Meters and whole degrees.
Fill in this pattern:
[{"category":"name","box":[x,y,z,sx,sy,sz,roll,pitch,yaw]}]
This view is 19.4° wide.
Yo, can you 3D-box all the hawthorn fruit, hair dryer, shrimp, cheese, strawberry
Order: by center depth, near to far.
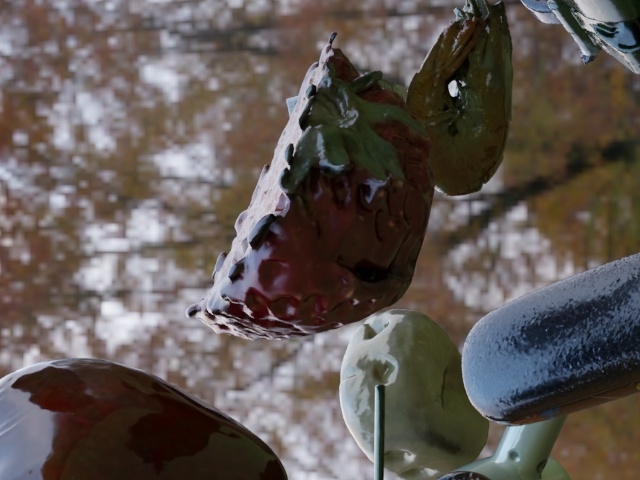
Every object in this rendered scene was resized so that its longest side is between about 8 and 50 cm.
[{"category":"strawberry","box":[0.001,0.003,1.549,0.253,0.150,0.280,-79,15,-64]},{"category":"hawthorn fruit","box":[-0.173,0.254,1.584,0.325,0.308,0.308,22,-110,-48]},{"category":"shrimp","box":[0.133,-0.149,1.758,0.115,0.051,0.217,15,-100,-36]},{"category":"hair dryer","box":[0.246,0.205,2.115,0.203,0.128,0.362,-4,-61,-63]},{"category":"cheese","box":[0.115,0.188,2.302,0.235,0.117,0.218,-2,-109,-62]}]

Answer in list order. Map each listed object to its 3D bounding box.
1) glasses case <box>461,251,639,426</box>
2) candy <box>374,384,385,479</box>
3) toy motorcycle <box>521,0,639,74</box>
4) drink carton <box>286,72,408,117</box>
[{"category":"glasses case","box":[0.284,0.090,1.835,0.082,0.321,0.122,32,-136,-49]},{"category":"candy","box":[0.072,0.297,2.060,0.083,0.091,0.305,-101,11,-69]},{"category":"toy motorcycle","box":[0.204,-0.210,1.350,0.127,0.275,0.205,-45,-45,-1]},{"category":"drink carton","box":[0.059,-0.167,2.728,0.222,0.134,0.101,9,-116,-68]}]
